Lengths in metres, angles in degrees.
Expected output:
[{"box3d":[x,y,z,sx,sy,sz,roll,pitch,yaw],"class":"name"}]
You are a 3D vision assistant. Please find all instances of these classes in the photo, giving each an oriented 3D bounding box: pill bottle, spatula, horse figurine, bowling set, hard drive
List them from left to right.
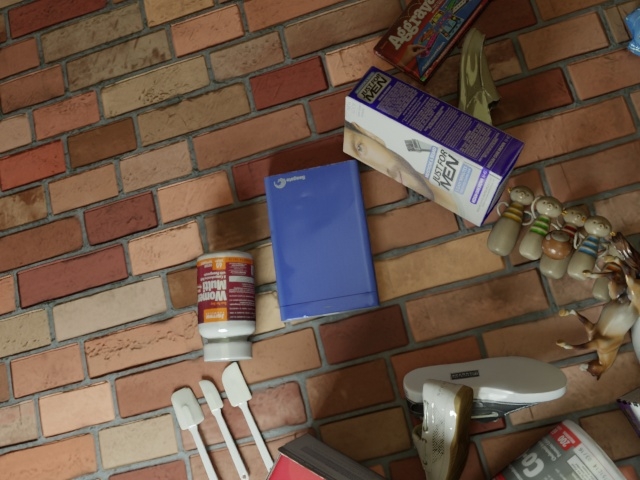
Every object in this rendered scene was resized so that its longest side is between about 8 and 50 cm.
[{"box3d":[-0.203,0.401,1.360,0.168,0.019,0.242,-26,76,-1],"class":"spatula"},{"box3d":[-0.197,0.139,1.357,0.121,0.121,0.221,-6,77,10],"class":"pill bottle"},{"box3d":[0.000,0.000,1.388,0.210,0.040,0.319,-10,77,9],"class":"hard drive"},{"box3d":[0.388,0.467,1.152,0.283,0.161,0.161,-39,74,1],"class":"pill bottle"},{"box3d":[0.472,-0.013,1.222,0.287,0.200,0.154,25,83,11],"class":"bowling set"},{"box3d":[0.525,0.124,1.177,0.174,0.066,0.263,24,95,-25],"class":"horse figurine"}]

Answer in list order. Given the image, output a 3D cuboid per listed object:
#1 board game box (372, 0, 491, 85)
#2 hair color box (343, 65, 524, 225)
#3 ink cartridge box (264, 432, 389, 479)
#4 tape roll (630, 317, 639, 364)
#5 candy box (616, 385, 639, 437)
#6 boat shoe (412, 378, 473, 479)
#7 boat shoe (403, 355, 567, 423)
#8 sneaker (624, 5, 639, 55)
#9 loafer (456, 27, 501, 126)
[{"box3d":[0.259,-0.495,1.446,0.145,0.027,0.281,37,88,17],"class":"board game box"},{"box3d":[0.213,-0.187,1.299,0.338,0.185,0.110,32,66,16],"class":"hair color box"},{"box3d":[0.052,0.486,1.158,0.309,0.272,0.130,26,84,16],"class":"ink cartridge box"},{"box3d":[0.782,0.163,1.183,0.391,0.072,0.392,-2,78,10],"class":"tape roll"},{"box3d":[0.609,0.337,1.117,0.070,0.196,0.165,-30,75,4],"class":"candy box"},{"box3d":[0.218,0.368,1.199,0.096,0.098,0.277,18,120,30],"class":"boat shoe"},{"box3d":[0.313,0.297,1.236,0.301,0.108,0.102,-8,117,11],"class":"boat shoe"},{"box3d":[0.708,-0.389,1.316,0.126,0.091,0.240,-31,74,23],"class":"sneaker"},{"box3d":[0.333,-0.310,1.361,0.092,0.102,0.269,4,89,11],"class":"loafer"}]
